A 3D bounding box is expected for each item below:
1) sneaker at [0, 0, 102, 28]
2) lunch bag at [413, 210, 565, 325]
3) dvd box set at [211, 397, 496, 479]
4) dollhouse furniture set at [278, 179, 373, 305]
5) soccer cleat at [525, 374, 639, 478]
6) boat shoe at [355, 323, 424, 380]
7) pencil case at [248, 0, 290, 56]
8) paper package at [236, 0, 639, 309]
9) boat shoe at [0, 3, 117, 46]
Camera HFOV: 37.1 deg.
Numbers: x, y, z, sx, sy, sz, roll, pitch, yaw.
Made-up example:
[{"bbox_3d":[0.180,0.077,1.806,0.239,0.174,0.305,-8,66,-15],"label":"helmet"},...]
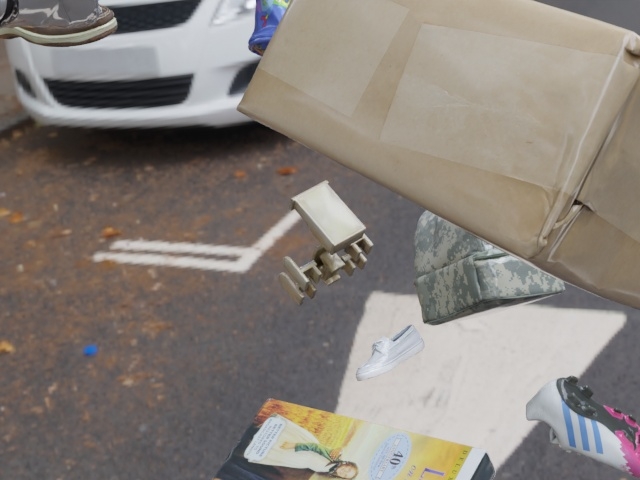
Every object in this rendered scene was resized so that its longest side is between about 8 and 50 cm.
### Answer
[{"bbox_3d":[-0.352,-0.273,0.964,0.365,0.137,0.210,15,23,41],"label":"sneaker"},{"bbox_3d":[0.324,0.017,1.923,0.212,0.256,0.305,-9,-10,-25],"label":"lunch bag"},{"bbox_3d":[0.010,0.402,1.412,0.420,0.062,0.308,6,47,39],"label":"dvd box set"},{"bbox_3d":[0.000,0.000,2.321,0.212,0.242,0.161,-29,67,-28],"label":"dollhouse furniture set"},{"bbox_3d":[0.576,0.410,2.014,0.143,0.331,0.116,-43,15,34],"label":"soccer cleat"},{"bbox_3d":[0.133,0.221,1.895,0.184,0.063,0.066,-25,1,-32],"label":"boat shoe"},{"bbox_3d":[-0.006,-0.365,1.147,0.119,0.306,0.133,5,5,-41],"label":"pencil case"},{"bbox_3d":[0.149,-0.090,0.808,0.325,0.168,0.309,31,7,38],"label":"paper package"},{"bbox_3d":[-0.437,-0.361,1.473,0.257,0.095,0.095,7,38,21],"label":"boat shoe"}]
